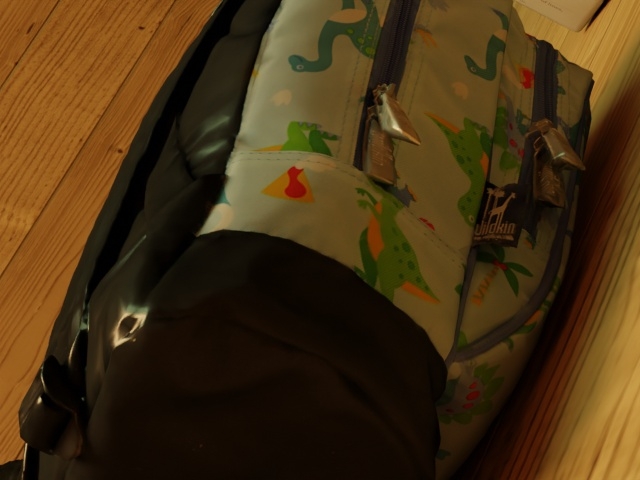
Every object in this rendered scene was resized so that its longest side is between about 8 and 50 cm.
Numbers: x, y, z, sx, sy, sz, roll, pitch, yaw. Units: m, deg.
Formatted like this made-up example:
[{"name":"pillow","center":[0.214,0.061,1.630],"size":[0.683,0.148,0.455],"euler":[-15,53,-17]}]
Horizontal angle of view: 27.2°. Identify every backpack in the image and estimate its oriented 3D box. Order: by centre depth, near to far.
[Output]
[{"name":"backpack","center":[0.000,0.000,0.653],"size":[0.290,0.273,0.355],"euler":[114,161,-45]}]

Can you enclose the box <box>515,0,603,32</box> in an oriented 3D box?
[{"name":"box","center":[0.179,-0.296,1.051],"size":[0.181,0.182,0.119],"euler":[-62,-1,-15]}]

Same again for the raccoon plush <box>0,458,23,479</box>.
[{"name":"raccoon plush","center":[-0.112,0.335,0.821],"size":[0.299,0.216,0.446],"euler":[-84,-12,-53]}]
